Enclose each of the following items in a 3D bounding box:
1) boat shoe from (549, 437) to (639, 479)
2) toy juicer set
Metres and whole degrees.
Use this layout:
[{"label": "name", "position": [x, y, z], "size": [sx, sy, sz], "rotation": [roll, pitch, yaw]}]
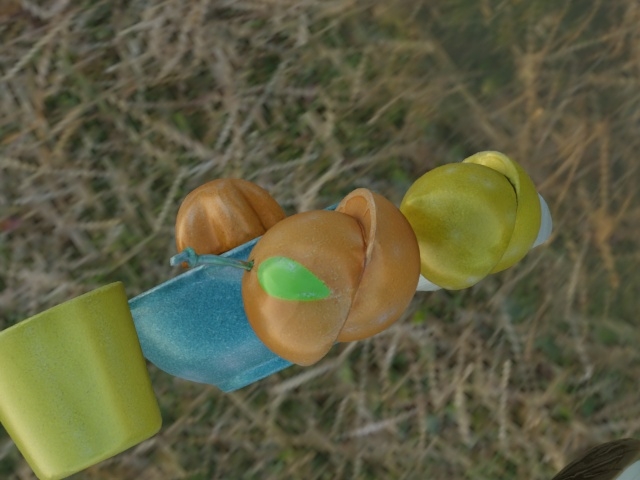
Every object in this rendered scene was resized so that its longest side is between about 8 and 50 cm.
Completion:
[{"label": "boat shoe", "position": [0.085, 0.140, 0.769], "size": [0.049, 0.152, 0.056], "rotation": [53, 161, -9]}, {"label": "toy juicer set", "position": [0.000, 0.000, 0.858], "size": [0.209, 0.329, 0.089], "rotation": [-26, 88, 21]}]
